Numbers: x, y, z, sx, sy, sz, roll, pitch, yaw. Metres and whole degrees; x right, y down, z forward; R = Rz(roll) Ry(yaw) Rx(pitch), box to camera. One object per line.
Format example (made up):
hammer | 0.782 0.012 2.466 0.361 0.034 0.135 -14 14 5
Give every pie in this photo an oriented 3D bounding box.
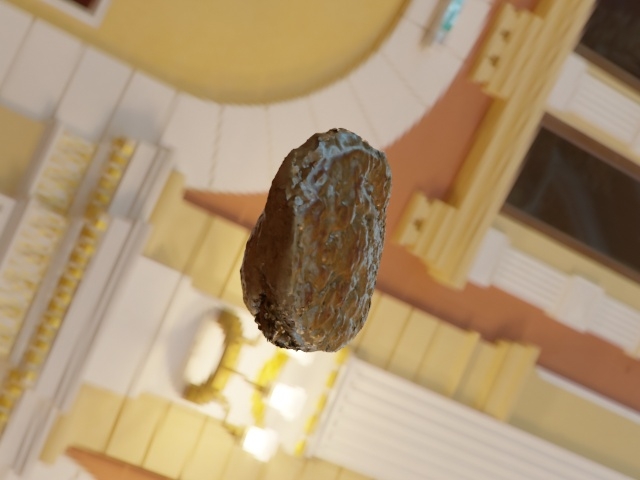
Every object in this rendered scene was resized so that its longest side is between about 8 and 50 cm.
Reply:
pie | 0.000 0.000 1.016 0.079 0.193 0.163 18 -90 20
